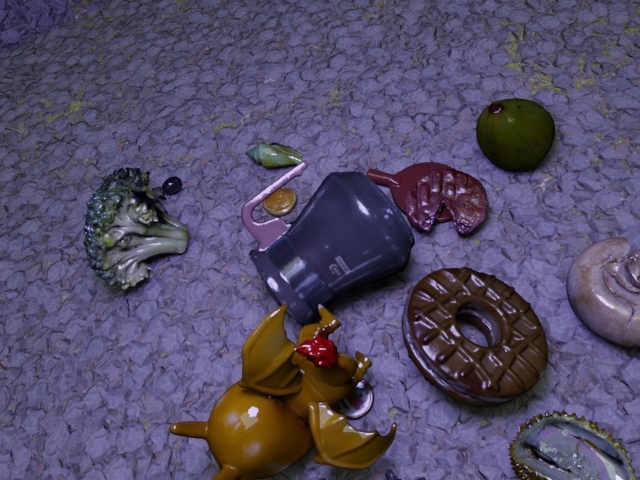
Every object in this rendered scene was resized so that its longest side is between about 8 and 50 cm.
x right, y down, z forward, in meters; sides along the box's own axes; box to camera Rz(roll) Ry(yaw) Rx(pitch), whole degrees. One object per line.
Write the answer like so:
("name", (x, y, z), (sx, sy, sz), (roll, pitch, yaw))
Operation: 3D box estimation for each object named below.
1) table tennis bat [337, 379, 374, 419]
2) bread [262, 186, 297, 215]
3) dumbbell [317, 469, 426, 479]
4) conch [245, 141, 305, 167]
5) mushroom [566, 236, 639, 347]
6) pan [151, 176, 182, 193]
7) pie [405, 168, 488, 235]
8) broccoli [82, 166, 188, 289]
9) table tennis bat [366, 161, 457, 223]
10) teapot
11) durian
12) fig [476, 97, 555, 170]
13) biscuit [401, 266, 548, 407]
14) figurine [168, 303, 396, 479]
("table tennis bat", (0.057, 0.390, 1.086), (0.154, 0.019, 0.098), (-35, 60, -12))
("bread", (-0.126, -0.123, 1.405), (0.110, 0.024, 0.110), (-6, 60, 10))
("dumbbell", (0.097, 0.534, 0.951), (0.254, 0.110, 0.110), (-13, 59, -2))
("conch", (-0.147, -0.276, 1.469), (0.200, 0.080, 0.095), (6, 48, -4))
("mushroom", (0.657, 0.117, 1.008), (0.188, 0.195, 0.254), (-26, 56, 1))
("pan", (-0.513, -0.174, 1.516), (0.115, 0.023, 0.069), (-12, 60, 2))
("pie", (0.345, -0.102, 1.249), (0.218, 0.054, 0.204), (17, 69, 18))
("broccoli", (-0.525, -0.035, 1.318), (0.280, 0.293, 0.348), (8, 69, -27))
("table tennis bat", (0.281, -0.154, 1.329), (0.310, 0.038, 0.200), (18, 66, 20))
("teapot", (0.000, 0.000, 1.140), (0.361, 0.305, 0.376), (-39, 95, -3))
("durian", (0.489, 0.454, 0.886), (0.193, 0.138, 0.237), (-32, 57, -10))
("fig", (0.531, -0.306, 1.258), (0.202, 0.225, 0.203), (-17, 60, 31))
("biscuit", (0.343, 0.206, 1.026), (0.331, 0.103, 0.332), (6, 50, -7))
("figurine", (-0.083, 0.325, 0.957), (0.387, 0.401, 0.268), (-40, 28, -6))
